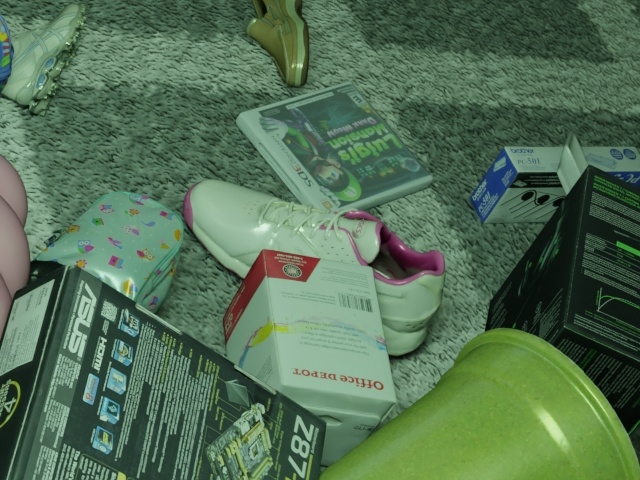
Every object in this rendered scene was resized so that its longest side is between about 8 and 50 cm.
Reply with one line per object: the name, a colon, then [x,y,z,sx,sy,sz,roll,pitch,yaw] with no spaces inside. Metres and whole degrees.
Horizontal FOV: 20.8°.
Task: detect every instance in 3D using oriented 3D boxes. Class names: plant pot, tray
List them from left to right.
plant pot: [0.125,0.259,1.653,0.254,0.276,0.276,-25,65,-30]
tray: [0.337,0.005,2.052,0.270,0.030,0.145,65,13,-5]

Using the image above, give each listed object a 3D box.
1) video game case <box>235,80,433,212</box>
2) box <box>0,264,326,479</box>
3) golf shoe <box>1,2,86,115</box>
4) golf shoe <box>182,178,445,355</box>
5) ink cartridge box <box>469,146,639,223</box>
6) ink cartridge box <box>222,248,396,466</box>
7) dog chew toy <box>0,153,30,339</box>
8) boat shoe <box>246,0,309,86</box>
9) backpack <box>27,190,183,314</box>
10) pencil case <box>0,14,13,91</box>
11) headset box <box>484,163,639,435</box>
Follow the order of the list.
video game case: [0.018,-0.108,2.087,0.190,0.022,0.173,-20,63,-41]
box: [-0.156,0.262,1.449,0.318,0.097,0.395,33,50,-30]
golf shoe: [-0.320,-0.222,1.969,0.086,0.069,0.176,21,42,-2]
golf shoe: [0.000,0.000,1.889,0.306,0.140,0.115,28,44,-2]
ink cartridge box: [0.296,-0.069,2.155,0.207,0.097,0.046,-2,51,-32]
ink cartridge box: [-0.015,0.122,1.771,0.128,0.127,0.176,11,45,-22]
dog chew toy: [-0.362,0.030,1.607,0.206,0.207,0.332,23,38,-9]
boat shoe: [-0.057,-0.256,2.162,0.072,0.068,0.190,3,38,-12]
backpack: [-0.211,0.036,1.750,0.152,0.115,0.182,33,39,6]
pencil case: [-0.442,-0.149,1.785,0.133,0.119,0.306,32,41,15]
headset box: [0.275,0.096,1.878,0.131,0.246,0.283,24,41,-7]
